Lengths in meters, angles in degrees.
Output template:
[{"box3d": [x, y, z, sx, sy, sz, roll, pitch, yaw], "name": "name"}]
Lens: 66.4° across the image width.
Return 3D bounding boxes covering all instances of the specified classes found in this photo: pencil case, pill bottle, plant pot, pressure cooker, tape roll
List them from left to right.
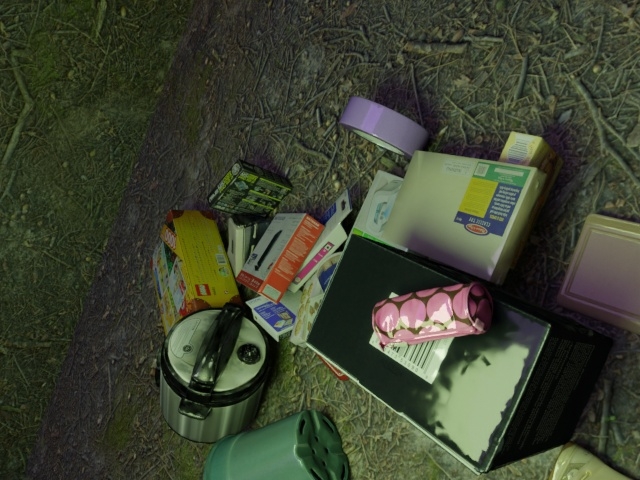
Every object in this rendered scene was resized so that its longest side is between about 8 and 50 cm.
[{"box3d": [-0.357, 0.434, 1.665, 0.370, 0.375, 0.421, 52, 142, 33], "name": "pressure cooker"}, {"box3d": [-0.117, 0.705, 1.501, 0.334, 0.341, 0.341, -34, 58, 21], "name": "plant pot"}, {"box3d": [0.096, 0.173, 1.524, 0.153, 0.153, 0.265, -47, 43, 22], "name": "pill bottle"}, {"box3d": [0.198, -0.345, 1.517, 0.274, 0.274, 0.090, 33, 100, 42], "name": "tape roll"}, {"box3d": [0.196, 0.139, 0.872, 0.209, 0.095, 0.098, -22, 28, 37], "name": "pencil case"}]

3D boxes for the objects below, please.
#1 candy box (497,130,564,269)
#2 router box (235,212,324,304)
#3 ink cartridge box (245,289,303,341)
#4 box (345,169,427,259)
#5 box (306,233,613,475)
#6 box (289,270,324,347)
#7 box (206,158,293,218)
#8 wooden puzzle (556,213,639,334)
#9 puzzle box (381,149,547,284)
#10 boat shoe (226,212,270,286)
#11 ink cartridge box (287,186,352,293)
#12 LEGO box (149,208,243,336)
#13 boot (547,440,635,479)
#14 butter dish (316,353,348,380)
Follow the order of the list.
[{"box3d": [0.491, -0.094, 1.249, 0.087, 0.182, 0.317, 29, 98, 44], "name": "candy box"}, {"box3d": [-0.152, 0.050, 1.712, 0.301, 0.082, 0.335, -59, 20, -10], "name": "router box"}, {"box3d": [-0.121, 0.244, 1.697, 0.208, 0.206, 0.045, 36, 134, 42], "name": "ink cartridge box"}, {"box3d": [0.241, -0.052, 1.504, 0.231, 0.126, 0.262, 30, 99, 44], "name": "box"}, {"box3d": [0.317, 0.233, 1.119, 0.479, 0.471, 0.298, 27, 95, 43], "name": "box"}, {"box3d": [-0.024, 0.195, 1.630, 0.067, 0.063, 0.324, -28, 38, 48], "name": "box"}, {"box3d": [-0.270, -0.184, 1.895, 0.216, 0.270, 0.060, -45, 54, 24], "name": "box"}, {"box3d": [0.693, 0.077, 1.124, 0.221, 0.044, 0.239, 22, 98, 43], "name": "wooden puzzle"}, {"box3d": [0.337, -0.075, 1.238, 0.409, 0.052, 0.272, 28, 97, 57], "name": "puzzle box"}, {"box3d": [-0.283, 0.043, 1.957, 0.127, 0.158, 0.341, 52, 143, 41], "name": "boat shoe"}, {"box3d": [0.000, 0.000, 1.652, 0.371, 0.069, 0.176, -49, 20, 23], "name": "ink cartridge box"}, {"box3d": [-0.528, 0.178, 2.018, 0.372, 0.193, 0.500, -55, 47, 39], "name": "LEGO box"}, {"box3d": [0.582, 0.600, 1.045, 0.203, 0.095, 0.262, 23, 90, 42], "name": "boot"}, {"box3d": [0.081, 0.341, 1.551, 0.160, 0.118, 0.160, 48, 132, -1], "name": "butter dish"}]
